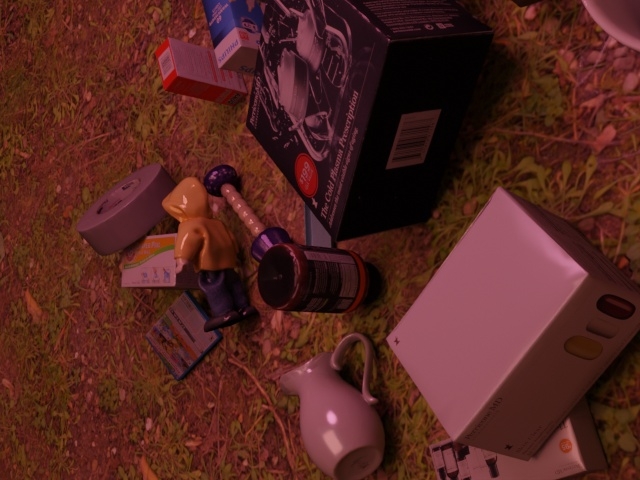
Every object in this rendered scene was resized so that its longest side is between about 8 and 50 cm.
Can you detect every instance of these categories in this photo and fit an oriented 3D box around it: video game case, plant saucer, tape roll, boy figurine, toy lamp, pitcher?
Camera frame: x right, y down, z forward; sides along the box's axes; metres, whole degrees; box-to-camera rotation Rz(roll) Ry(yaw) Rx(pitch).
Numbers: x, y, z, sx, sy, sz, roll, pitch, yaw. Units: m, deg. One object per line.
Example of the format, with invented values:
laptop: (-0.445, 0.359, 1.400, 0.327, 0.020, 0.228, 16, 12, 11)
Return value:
video game case: (-0.276, 0.193, 1.808, 0.119, 0.015, 0.166, 52, 124, 11)
plant saucer: (0.000, 0.000, 1.562, 0.067, 0.018, 0.192, -11, 78, 46)
tape roll: (-0.396, -0.065, 1.863, 0.219, 0.072, 0.219, -31, 22, 14)
boy figurine: (-0.216, 0.022, 1.664, 0.092, 0.177, 0.285, -26, 85, 30)
toy lamp: (-0.126, -0.038, 1.662, 0.080, 0.080, 0.275, -59, 46, 24)
pitcher: (0.039, 0.259, 1.426, 0.178, 0.125, 0.207, -46, 41, 15)

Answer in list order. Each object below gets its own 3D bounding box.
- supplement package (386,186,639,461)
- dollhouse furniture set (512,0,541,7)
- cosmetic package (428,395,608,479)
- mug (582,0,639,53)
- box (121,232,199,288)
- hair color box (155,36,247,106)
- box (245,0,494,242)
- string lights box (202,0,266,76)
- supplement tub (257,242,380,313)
supplement package: (0.244, 0.106, 1.141, 0.262, 0.145, 0.204, -56, 36, 18)
dollhouse furniture set: (0.268, -0.456, 1.277, 0.259, 0.135, 0.262, -12, 76, 34)
cosmetic package: (0.259, 0.291, 1.214, 0.239, 0.060, 0.099, -33, 63, 40)
mug: (0.421, -0.288, 0.914, 0.374, 0.328, 0.276, 21, 100, 47)
box: (-0.301, 0.046, 1.811, 0.203, 0.114, 0.103, -4, 82, 48)
hair color box: (-0.229, -0.323, 1.738, 0.053, 0.167, 0.093, -37, 60, 39)
box: (0.051, -0.233, 1.343, 0.312, 0.178, 0.343, 53, 143, 38)
string lights box: (-0.146, -0.433, 1.687, 0.076, 0.133, 0.260, -36, 61, 40)
supplement tub: (0.004, 0.062, 1.417, 0.106, 0.197, 0.106, -8, 79, 45)
